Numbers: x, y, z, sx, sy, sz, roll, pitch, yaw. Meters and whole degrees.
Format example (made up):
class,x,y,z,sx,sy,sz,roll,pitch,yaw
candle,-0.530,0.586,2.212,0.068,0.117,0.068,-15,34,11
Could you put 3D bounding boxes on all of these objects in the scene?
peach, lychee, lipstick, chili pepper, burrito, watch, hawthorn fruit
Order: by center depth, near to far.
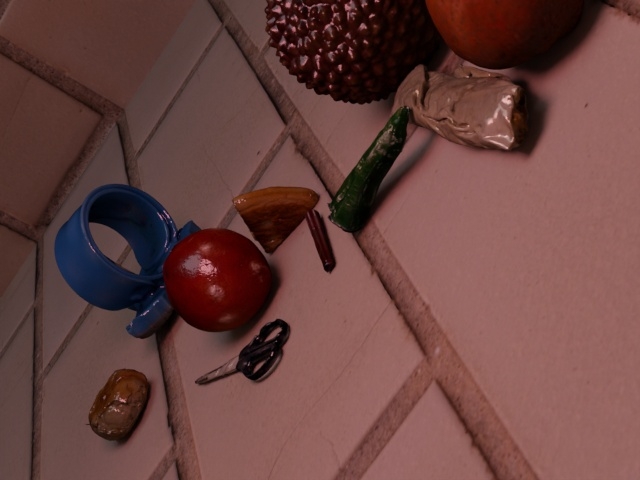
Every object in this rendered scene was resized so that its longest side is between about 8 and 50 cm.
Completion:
class,x,y,z,sx,sy,sz,roll,pitch,yaw
hawthorn fruit,0.229,-0.365,1.599,0.210,0.262,0.210,-32,10,6
burrito,0.202,-0.200,1.698,0.117,0.076,0.392,-59,22,1
chili pepper,0.083,-0.119,1.810,0.088,0.059,0.227,-90,24,-54
lychee,0.065,-0.382,1.924,0.306,0.306,0.330,-25,53,53
lipstick,0.000,-0.001,1.940,0.027,0.027,0.176,-52,25,18
peach,-0.173,0.065,2.032,0.197,0.197,0.197,-45,26,30
watch,-0.409,0.051,2.402,0.241,0.274,0.305,-41,23,36

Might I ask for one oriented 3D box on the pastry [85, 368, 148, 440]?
class,x,y,z,sx,sy,sz,roll,pitch,yaw
pastry,-0.392,0.319,2.292,0.153,0.081,0.153,-53,13,18

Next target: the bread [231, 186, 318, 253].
class,x,y,z,sx,sy,sz,roll,pitch,yaw
bread,-0.099,-0.052,2.069,0.154,0.136,0.054,-51,41,27

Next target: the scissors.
class,x,y,z,sx,sy,sz,roll,pitch,yaw
scissors,-0.143,0.206,1.987,0.300,0.022,0.109,-28,34,52
